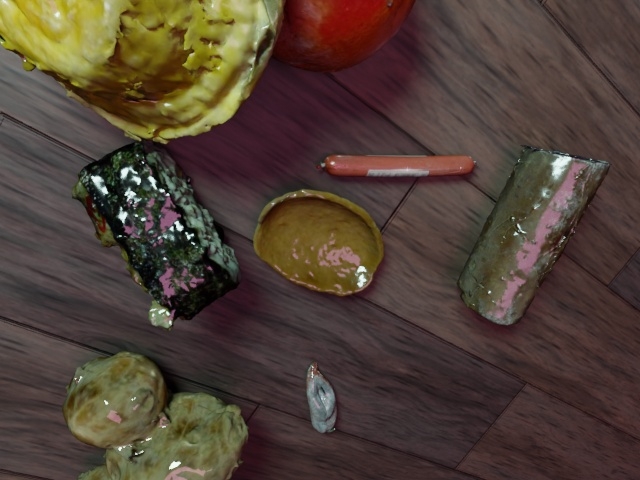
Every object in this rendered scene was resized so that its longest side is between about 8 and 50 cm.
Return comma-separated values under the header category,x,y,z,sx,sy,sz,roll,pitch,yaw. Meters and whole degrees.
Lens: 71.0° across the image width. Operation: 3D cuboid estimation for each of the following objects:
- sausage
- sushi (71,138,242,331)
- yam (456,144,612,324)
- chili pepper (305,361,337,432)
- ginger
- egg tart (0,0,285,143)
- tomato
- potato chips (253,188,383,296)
category,x,y,z,sx,sy,sz,roll,pitch,yaw
sausage,0.116,-0.108,0.648,0.253,0.034,0.034,-2,113,-16
sushi,-0.191,-0.012,0.548,0.115,0.147,0.212,-32,100,5
yam,0.317,-0.014,0.700,0.131,0.131,0.280,16,108,-22
chili pepper,0.002,0.280,0.776,0.050,0.041,0.153,-37,128,-48
ginger,-0.247,0.347,0.665,0.256,0.176,0.375,11,111,-2
egg tart,-0.190,-0.237,0.370,0.341,0.132,0.341,10,120,18
tomato,0.000,-0.280,0.454,0.208,0.184,0.208,-7,114,-16
potato chips,0.000,0.000,0.650,0.201,0.049,0.150,18,110,-24
